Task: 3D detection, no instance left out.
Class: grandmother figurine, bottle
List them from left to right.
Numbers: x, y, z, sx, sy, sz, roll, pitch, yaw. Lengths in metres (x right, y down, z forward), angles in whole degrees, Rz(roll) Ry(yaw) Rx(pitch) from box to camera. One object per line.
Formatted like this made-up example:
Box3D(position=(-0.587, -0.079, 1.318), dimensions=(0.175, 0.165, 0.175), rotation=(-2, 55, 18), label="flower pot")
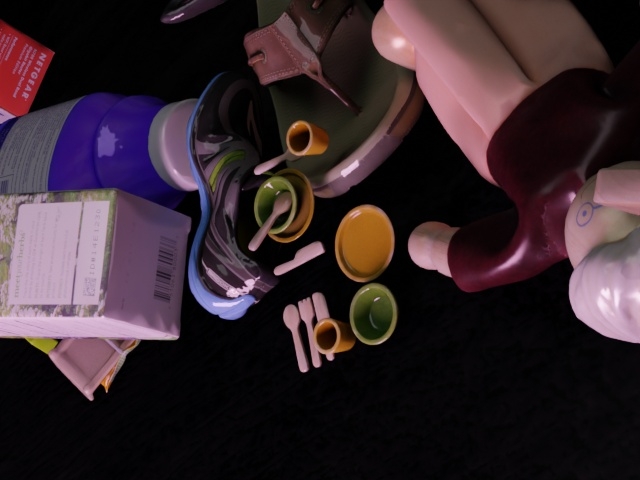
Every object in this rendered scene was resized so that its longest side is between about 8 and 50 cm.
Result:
Box3D(position=(-0.178, -0.059, 1.174), dimensions=(0.283, 0.092, 0.118), rotation=(-9, 60, 48), label="bottle")
Box3D(position=(0.122, -0.057, 0.792), dimensions=(0.208, 0.104, 0.342), rotation=(-56, 31, 19), label="grandmother figurine")

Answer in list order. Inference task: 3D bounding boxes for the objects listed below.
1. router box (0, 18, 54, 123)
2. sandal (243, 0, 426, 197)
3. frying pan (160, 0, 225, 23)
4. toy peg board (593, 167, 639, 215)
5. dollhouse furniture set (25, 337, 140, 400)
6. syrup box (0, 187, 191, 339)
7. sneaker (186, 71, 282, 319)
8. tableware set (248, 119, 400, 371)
Box3D(position=(-0.481, -0.219, 1.495), dimensions=(0.335, 0.301, 0.082), rotation=(2, 66, 53), label="router box")
Box3D(position=(-0.014, -0.145, 1.032), dimensions=(0.120, 0.086, 0.303), rotation=(-43, 42, 23), label="sandal")
Box3D(position=(0.061, -0.225, 0.971), dimensions=(0.326, 0.053, 0.197), rotation=(-47, 37, -11), label="frying pan")
Box3D(position=(0.213, 0.027, 0.569), dimensions=(0.161, 0.161, 0.079), rotation=(4, 83, 53), label="toy peg board")
Box3D(position=(-0.183, 0.065, 1.150), dimensions=(0.152, 0.058, 0.076), rotation=(36, 87, 37), label="dollhouse furniture set")
Box3D(position=(-0.222, 0.020, 1.087), dimensions=(0.237, 0.096, 0.093), rotation=(-2, 77, 30), label="syrup box")
Box3D(position=(-0.050, -0.037, 1.025), dimensions=(0.078, 0.067, 0.188), rotation=(-27, 52, 35), label="sneaker")
Box3D(position=(0.000, 0.000, 0.920), dimensions=(0.104, 0.024, 0.154), rotation=(-26, 68, 37), label="tableware set")
